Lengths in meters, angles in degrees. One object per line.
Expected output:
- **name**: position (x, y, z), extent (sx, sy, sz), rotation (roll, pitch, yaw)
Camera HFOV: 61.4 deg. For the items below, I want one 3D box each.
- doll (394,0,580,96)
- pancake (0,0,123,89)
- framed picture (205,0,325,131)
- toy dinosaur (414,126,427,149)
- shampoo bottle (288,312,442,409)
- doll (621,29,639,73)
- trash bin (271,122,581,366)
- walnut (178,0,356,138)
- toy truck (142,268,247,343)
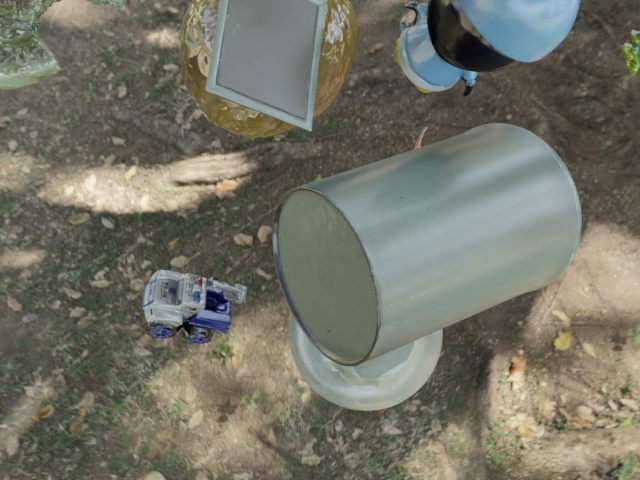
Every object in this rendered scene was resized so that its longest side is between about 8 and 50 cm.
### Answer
- **doll**: position (0.211, -0.296, 0.704), extent (0.141, 0.314, 0.177), rotation (-45, 101, -22)
- **pancake**: position (-0.311, -0.258, 0.477), extent (0.253, 0.037, 0.254), rotation (2, 84, -25)
- **framed picture**: position (-0.061, -0.235, 0.643), extent (0.141, 0.011, 0.183), rotation (14, 75, -34)
- **toy dinosaur**: position (0.236, -0.132, 1.256), extent (0.055, 0.101, 0.280), rotation (-9, 78, 21)
- **shampoo bottle**: position (0.091, 0.190, 1.128), extent (0.322, 0.317, 0.323), rotation (-1, 84, 14)
- **doll**: position (0.654, -0.324, 0.837), extent (0.345, 0.341, 0.099), rotation (5, 61, 4)
- **trash bin**: position (0.172, -0.009, 0.806), extent (0.431, 0.280, 0.280), rotation (-18, 63, -30)
- **walnut**: position (-0.090, -0.343, 0.965), extent (0.332, 0.333, 0.333), rotation (2, 61, -3)
- **toy truck**: position (-0.296, 0.142, 1.260), extent (0.213, 0.177, 0.161), rotation (19, 58, -35)
